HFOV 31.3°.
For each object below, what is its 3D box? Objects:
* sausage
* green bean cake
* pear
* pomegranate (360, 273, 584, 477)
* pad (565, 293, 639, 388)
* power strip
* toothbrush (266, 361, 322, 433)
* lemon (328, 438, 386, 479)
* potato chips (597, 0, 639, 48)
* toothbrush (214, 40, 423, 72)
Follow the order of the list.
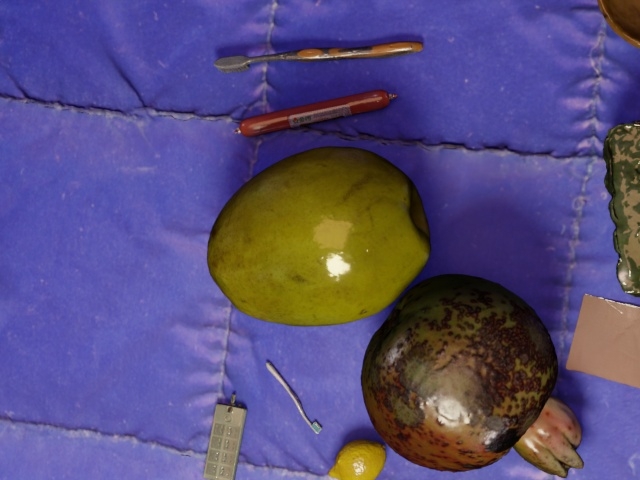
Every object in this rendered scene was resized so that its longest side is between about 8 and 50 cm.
[{"bbox_3d":[-0.008,-0.192,1.722,0.253,0.034,0.034,-12,83,11],"label":"sausage"},{"bbox_3d":[0.515,-0.046,1.557,0.241,0.132,0.254,-7,86,11],"label":"green bean cake"},{"bbox_3d":[0.000,0.000,1.598,0.307,0.253,0.252,-22,81,22],"label":"pear"},{"bbox_3d":[0.224,0.208,1.540,0.341,0.285,0.285,37,93,-11],"label":"pomegranate"},{"bbox_3d":[0.452,0.152,1.615,0.188,0.006,0.113,14,89,14],"label":"pad"},{"bbox_3d":[-0.142,0.298,1.714,0.051,0.019,0.136,10,87,14],"label":"power strip"},{"bbox_3d":[-0.041,0.234,1.703,0.013,0.011,0.131,-42,79,18],"label":"toothbrush"},{"bbox_3d":[0.054,0.321,1.650,0.092,0.065,0.065,-27,80,3],"label":"lemon"},{"bbox_3d":[0.493,-0.361,1.623,0.208,0.062,0.195,21,95,11],"label":"potato chips"},{"bbox_3d":[-0.004,-0.280,1.731,0.321,0.031,0.023,-4,77,11],"label":"toothbrush"}]
